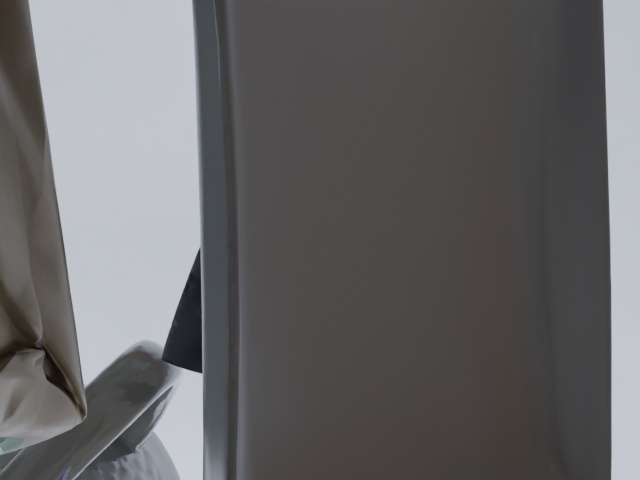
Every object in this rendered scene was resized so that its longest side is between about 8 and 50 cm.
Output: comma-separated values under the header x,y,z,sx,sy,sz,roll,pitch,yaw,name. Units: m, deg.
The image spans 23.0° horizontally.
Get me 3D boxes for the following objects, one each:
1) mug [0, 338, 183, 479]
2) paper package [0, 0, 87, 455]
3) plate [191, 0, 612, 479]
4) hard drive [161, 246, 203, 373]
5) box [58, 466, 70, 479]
x,y,z,sx,sy,sz,roll,pitch,yaw,name
-0.244,0.227,1.253,0.276,0.374,0.328,42,-172,5,mug
-0.289,-0.039,0.638,0.324,0.168,0.310,-9,-91,13,paper package
0.034,-0.006,0.599,0.277,0.045,0.278,-2,-89,-55,plate
0.000,0.000,1.186,0.172,0.255,0.054,19,-172,-38,hard drive
-0.169,0.209,0.961,0.028,0.136,0.081,21,-171,-5,box
